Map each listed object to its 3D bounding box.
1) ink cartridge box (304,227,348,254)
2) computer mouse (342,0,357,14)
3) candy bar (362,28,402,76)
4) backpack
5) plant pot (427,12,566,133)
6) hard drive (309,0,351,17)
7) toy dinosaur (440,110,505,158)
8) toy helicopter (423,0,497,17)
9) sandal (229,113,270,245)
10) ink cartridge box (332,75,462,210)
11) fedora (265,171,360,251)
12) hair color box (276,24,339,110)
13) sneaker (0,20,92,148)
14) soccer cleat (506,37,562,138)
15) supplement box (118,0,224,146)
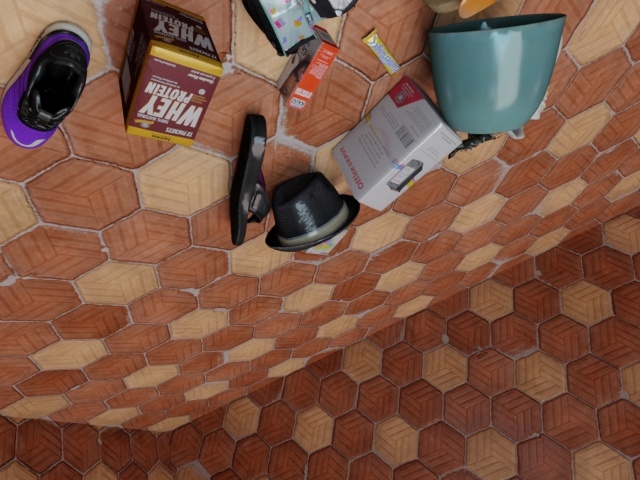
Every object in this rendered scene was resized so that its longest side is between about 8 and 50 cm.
[{"bbox_3d":[0.000,0.000,1.615,0.109,0.062,0.209,8,137,-40],"label":"ink cartridge box"},{"bbox_3d":[0.053,-0.562,0.831,0.188,0.072,0.272,-4,142,-29],"label":"computer mouse"},{"bbox_3d":[0.161,-0.473,1.077,0.040,0.018,0.161,-37,144,20],"label":"candy bar"},{"bbox_3d":[-0.082,-0.471,0.791,0.144,0.166,0.188,-33,149,12],"label":"backpack"},{"bbox_3d":[0.410,-0.396,1.019,0.293,0.293,0.235,-16,119,-12],"label":"plant pot"},{"bbox_3d":[-0.005,-0.570,0.652,0.237,0.064,0.339,-54,133,-8],"label":"hard drive"},{"bbox_3d":[0.480,-0.355,1.261,0.218,0.164,0.322,-9,175,14],"label":"toy dinosaur"},{"bbox_3d":[0.355,-0.565,0.801,0.355,0.235,0.140,-22,153,33],"label":"toy helicopter"},{"bbox_3d":[-0.186,-0.140,1.195,0.107,0.168,0.446,2,140,-21],"label":"sandal"},{"bbox_3d":[0.207,-0.269,1.207,0.131,0.226,0.306,17,131,-43],"label":"ink cartridge box"},{"bbox_3d":[-0.042,-0.109,1.283,0.334,0.334,0.153,-22,116,-2],"label":"fedora"},{"bbox_3d":[-0.034,-0.403,0.987,0.053,0.093,0.167,6,137,-36],"label":"hair color box"},{"bbox_3d":[-0.539,-0.267,0.817,0.102,0.146,0.293,16,130,-45],"label":"sneaker"},{"bbox_3d":[0.652,-0.459,1.287,0.116,0.143,0.331,-12,145,-17],"label":"soccer cleat"},{"bbox_3d":[-0.303,-0.328,0.832,0.129,0.194,0.191,5,138,-37],"label":"supplement box"}]
